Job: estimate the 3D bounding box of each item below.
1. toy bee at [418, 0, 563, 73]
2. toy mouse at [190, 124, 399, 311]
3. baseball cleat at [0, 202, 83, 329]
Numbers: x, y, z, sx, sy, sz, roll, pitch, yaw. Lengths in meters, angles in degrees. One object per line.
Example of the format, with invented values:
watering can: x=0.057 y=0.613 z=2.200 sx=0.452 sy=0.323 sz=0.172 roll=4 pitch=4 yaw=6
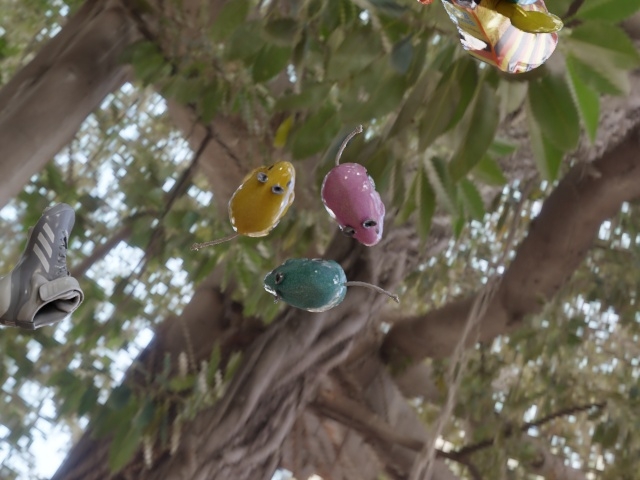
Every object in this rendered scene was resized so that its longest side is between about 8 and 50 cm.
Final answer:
toy bee: x=0.150 y=-0.277 z=1.277 sx=0.298 sy=0.162 sz=0.195 roll=57 pitch=-18 yaw=-26
toy mouse: x=0.000 y=0.000 z=0.878 sx=0.143 sy=0.031 sz=0.161 roll=44 pitch=-73 yaw=6
baseball cleat: x=-0.330 y=0.037 z=1.518 sx=0.109 sy=0.206 sz=0.072 roll=14 pitch=-42 yaw=11
